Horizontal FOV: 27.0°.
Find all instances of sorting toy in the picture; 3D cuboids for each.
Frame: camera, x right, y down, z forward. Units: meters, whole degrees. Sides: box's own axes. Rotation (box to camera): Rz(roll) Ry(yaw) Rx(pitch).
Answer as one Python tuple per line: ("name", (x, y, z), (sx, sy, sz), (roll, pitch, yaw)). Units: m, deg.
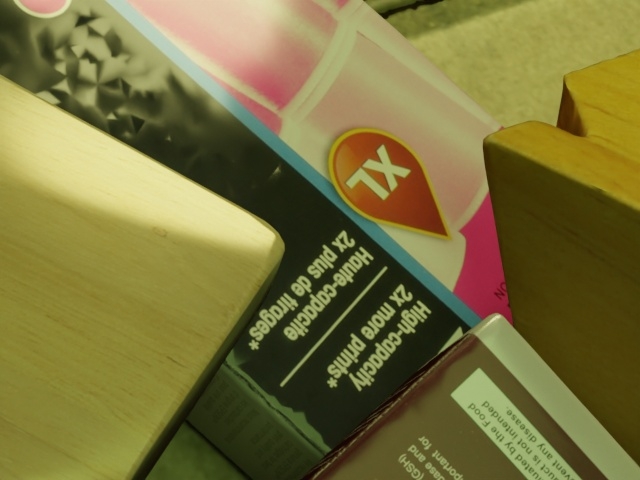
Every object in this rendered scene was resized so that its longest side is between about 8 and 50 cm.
("sorting toy", (-0.185, 0.049, 0.393), (0.257, 0.089, 0.255), (29, 56, 7))

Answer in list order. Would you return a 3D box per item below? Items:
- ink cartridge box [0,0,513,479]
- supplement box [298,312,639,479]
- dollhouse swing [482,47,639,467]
("ink cartridge box", (0.000, 0.000, 0.537), (0.371, 0.069, 0.176), (43, 56, 0))
("supplement box", (0.006, 0.149, 0.399), (0.239, 0.073, 0.130), (-39, 84, -23))
("dollhouse swing", (0.269, 0.096, 0.566), (0.347, 0.305, 0.315), (-22, 39, -37))
